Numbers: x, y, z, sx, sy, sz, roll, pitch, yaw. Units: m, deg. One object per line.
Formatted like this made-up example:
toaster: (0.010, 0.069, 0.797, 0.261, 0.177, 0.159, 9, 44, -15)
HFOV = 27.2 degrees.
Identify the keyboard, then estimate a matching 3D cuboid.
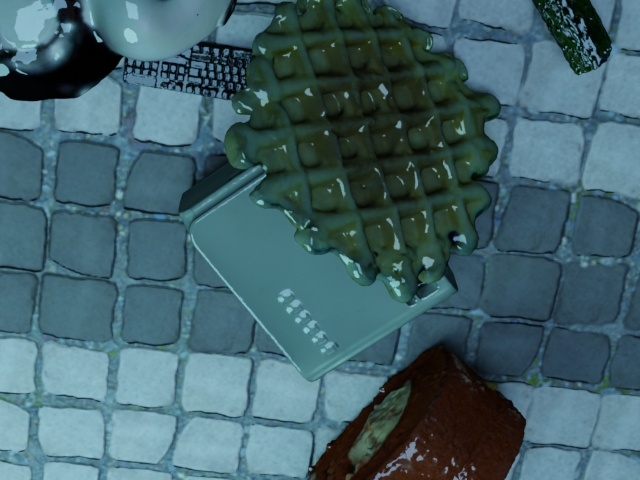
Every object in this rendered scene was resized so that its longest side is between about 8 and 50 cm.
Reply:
keyboard: (-0.108, -0.177, 1.393, 0.195, 0.018, 0.060, 8, 111, -6)

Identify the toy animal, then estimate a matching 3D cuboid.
toy animal: (-0.216, -0.252, 1.251, 0.267, 0.212, 0.212, -25, 113, 13)

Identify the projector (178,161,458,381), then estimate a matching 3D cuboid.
projector: (0.000, 0.000, 1.429, 0.198, 0.108, 0.250, -34, 110, 13)

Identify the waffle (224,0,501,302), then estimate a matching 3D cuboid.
waffle: (0.048, -0.101, 1.312, 0.309, 0.291, 0.056, 34, 152, -25)

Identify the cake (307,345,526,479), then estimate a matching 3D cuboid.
cake: (0.103, 0.267, 1.514, 0.151, 0.177, 0.283, 41, 106, -18)

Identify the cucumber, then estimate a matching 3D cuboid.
cucumber: (0.234, -0.258, 1.346, 0.058, 0.058, 0.187, -33, 110, 13)
